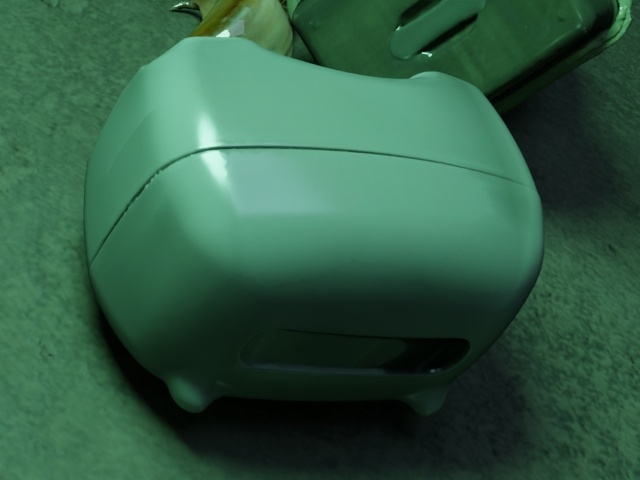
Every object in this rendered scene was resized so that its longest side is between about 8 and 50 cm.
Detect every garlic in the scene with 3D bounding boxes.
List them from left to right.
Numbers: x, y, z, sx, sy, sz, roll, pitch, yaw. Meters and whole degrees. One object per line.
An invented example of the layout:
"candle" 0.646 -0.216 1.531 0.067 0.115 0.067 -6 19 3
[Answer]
"garlic" -0.075 -0.173 1.308 0.115 0.128 0.206 45 27 -21

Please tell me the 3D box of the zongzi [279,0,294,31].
"zongzi" -0.039 -0.246 1.452 0.067 0.073 0.083 35 78 3

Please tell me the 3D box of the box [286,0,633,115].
"box" 0.129 -0.221 1.320 0.220 0.290 0.166 55 26 -6

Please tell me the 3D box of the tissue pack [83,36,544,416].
"tissue pack" 0.000 0.000 1.064 0.333 0.229 0.236 5 55 -31
